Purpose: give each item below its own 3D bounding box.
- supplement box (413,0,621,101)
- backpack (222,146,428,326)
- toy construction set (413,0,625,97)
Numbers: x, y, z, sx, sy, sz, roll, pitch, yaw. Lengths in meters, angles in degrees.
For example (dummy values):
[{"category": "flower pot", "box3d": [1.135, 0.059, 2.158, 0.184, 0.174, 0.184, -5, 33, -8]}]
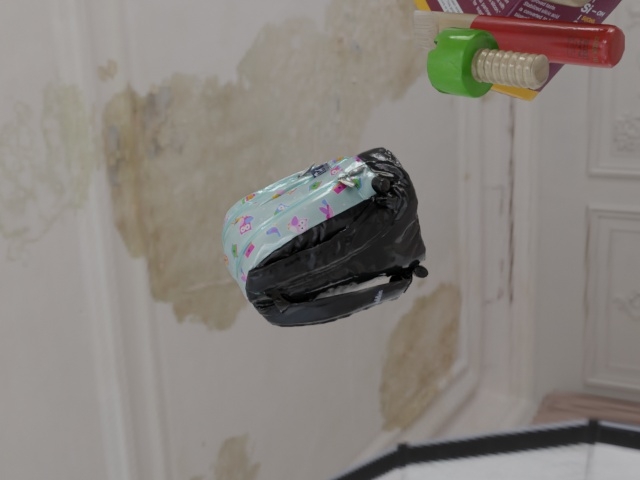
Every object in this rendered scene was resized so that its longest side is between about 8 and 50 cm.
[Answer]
[{"category": "supplement box", "box3d": [0.155, -0.201, 0.662, 0.081, 0.188, 0.104, 9, -134, -36]}, {"category": "backpack", "box3d": [0.000, 0.000, 0.934, 0.182, 0.115, 0.152, -25, -47, -7]}, {"category": "toy construction set", "box3d": [0.019, -0.224, 0.514, 0.257, 0.237, 0.309, -45, -50, -28]}]
